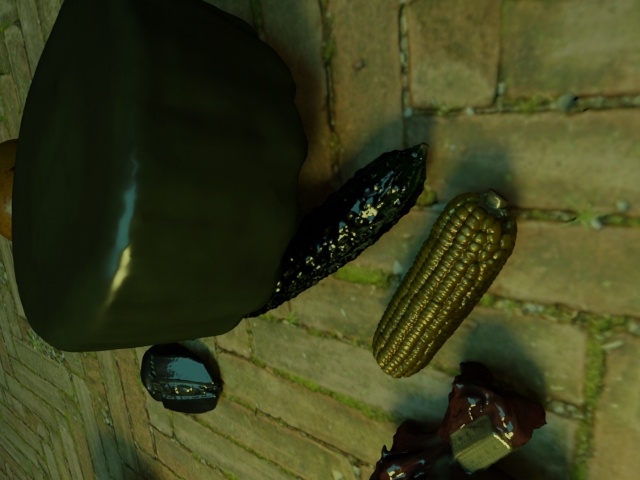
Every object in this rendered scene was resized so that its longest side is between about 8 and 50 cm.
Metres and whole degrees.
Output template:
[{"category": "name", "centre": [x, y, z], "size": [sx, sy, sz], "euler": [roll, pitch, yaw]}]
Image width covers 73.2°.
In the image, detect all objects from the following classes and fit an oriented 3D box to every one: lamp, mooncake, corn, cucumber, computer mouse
[{"category": "lamp", "centre": [0.136, 0.254, 0.375], "size": [0.223, 0.151, 0.215], "euler": [50, 123, 17]}, {"category": "mooncake", "centre": [-0.175, -0.071, 0.450], "size": [0.356, 0.194, 0.357], "euler": [-5, 82, 42]}, {"category": "corn", "centre": [0.106, 0.045, 0.387], "size": [0.068, 0.068, 0.208], "euler": [36, 124, 23]}, {"category": "cucumber", "centre": [0.001, 0.002, 0.449], "size": [0.300, 0.072, 0.072], "euler": [-36, 81, 38]}, {"category": "computer mouse", "centre": [-0.242, 0.226, 0.704], "size": [0.192, 0.062, 0.106], "euler": [3, 106, 38]}]

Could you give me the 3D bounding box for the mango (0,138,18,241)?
[{"category": "mango", "centre": [-0.426, -0.077, 0.679], "size": [0.290, 0.190, 0.160], "euler": [33, 114, 30]}]
